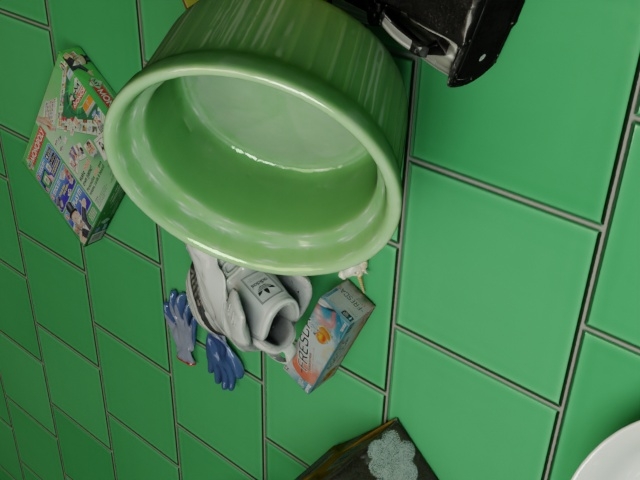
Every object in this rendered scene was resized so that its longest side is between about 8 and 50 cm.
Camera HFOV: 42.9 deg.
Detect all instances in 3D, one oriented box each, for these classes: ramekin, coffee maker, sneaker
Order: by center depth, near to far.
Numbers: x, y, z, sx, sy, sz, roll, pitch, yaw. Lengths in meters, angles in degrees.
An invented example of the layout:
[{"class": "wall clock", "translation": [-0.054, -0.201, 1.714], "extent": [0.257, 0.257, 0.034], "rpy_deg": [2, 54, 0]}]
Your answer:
[{"class": "coffee maker", "translation": [0.112, -0.269, 0.814], "extent": [0.178, 0.120, 0.171], "rpy_deg": [38, 111, 22]}, {"class": "ramekin", "translation": [-0.053, -0.110, 0.842], "extent": [0.303, 0.148, 0.303], "rpy_deg": [11, 145, 8]}, {"class": "sneaker", "translation": [-0.118, 0.004, 1.138], "extent": [0.210, 0.137, 0.366], "rpy_deg": [28, 136, 48]}]

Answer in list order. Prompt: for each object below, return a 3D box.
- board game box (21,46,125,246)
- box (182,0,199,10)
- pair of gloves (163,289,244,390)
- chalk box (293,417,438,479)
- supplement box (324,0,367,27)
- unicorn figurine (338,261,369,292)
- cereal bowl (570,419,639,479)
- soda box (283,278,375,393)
[{"class": "board game box", "translation": [-0.422, -0.155, 1.440], "extent": [0.213, 0.046, 0.317], "rpy_deg": [53, 138, 9]}, {"class": "box", "translation": [-0.112, -0.230, 0.984], "extent": [0.087, 0.058, 0.232], "rpy_deg": [63, 175, 13]}, {"class": "pair of gloves", "translation": [-0.206, 0.176, 1.434], "extent": [0.198, 0.023, 0.159], "rpy_deg": [22, 128, 36]}, {"class": "chalk box", "translation": [0.090, 0.441, 1.173], "extent": [0.289, 0.180, 0.179], "rpy_deg": [57, 139, 5]}, {"class": "supplement box", "translation": [-0.012, -0.245, 0.939], "extent": [0.081, 0.104, 0.188], "rpy_deg": [-16, 100, 48]}, {"class": "unicorn figurine", "translation": [0.000, 0.000, 1.082], "extent": [0.060, 0.111, 0.162], "rpy_deg": [-36, 71, 59]}, {"class": "cereal bowl", "translation": [0.400, 0.339, 0.784], "extent": [0.339, 0.141, 0.339], "rpy_deg": [-23, 59, 44]}, {"class": "soda box", "translation": [0.010, 0.141, 1.168], "extent": [0.058, 0.063, 0.183], "rpy_deg": [43, 136, 18]}]
